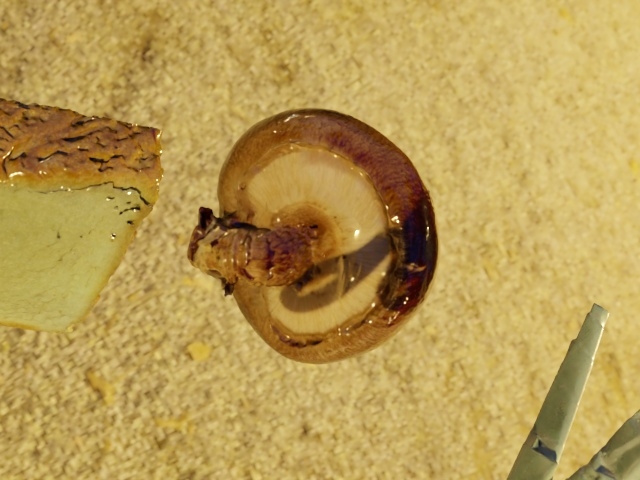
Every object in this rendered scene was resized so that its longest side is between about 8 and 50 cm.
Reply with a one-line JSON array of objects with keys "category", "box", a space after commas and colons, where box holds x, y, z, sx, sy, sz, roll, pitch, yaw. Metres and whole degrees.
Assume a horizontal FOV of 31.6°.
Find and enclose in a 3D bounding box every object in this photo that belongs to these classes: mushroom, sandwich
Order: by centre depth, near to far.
[{"category": "sandwich", "box": [-0.268, -0.017, 0.841, 0.251, 0.226, 0.087, 11, 54, -27]}, {"category": "mushroom", "box": [-0.005, -0.004, 1.273, 0.163, 0.278, 0.297, -93, -179, -74]}]

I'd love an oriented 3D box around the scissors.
[{"category": "scissors", "box": [0.094, 0.206, 0.668, 0.029, 0.256, 0.383, 42, 78, -38]}]
